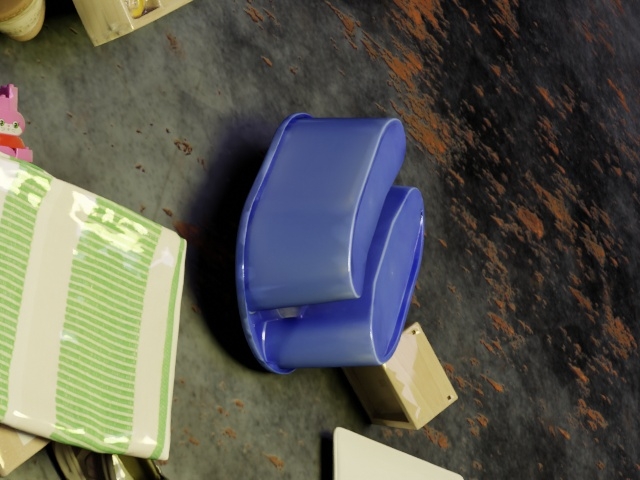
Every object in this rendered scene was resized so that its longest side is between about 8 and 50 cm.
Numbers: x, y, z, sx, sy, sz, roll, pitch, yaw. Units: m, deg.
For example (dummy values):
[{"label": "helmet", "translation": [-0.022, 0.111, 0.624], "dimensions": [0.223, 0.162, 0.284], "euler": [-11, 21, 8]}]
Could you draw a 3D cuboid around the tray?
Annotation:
[{"label": "tray", "translation": [0.095, 0.334, 1.498], "dimensions": [0.270, 0.030, 0.145], "euler": [29, 52, -42]}]

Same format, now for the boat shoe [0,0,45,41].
[{"label": "boat shoe", "translation": [-0.358, -0.362, 1.209], "dimensions": [0.110, 0.121, 0.341], "euler": [71, 3, -82]}]

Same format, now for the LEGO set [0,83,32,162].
[{"label": "LEGO set", "translation": [-0.371, -0.123, 1.066], "dimensions": [0.227, 0.087, 0.093], "euler": [5, 83, -53]}]

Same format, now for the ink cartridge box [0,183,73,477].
[{"label": "ink cartridge box", "translation": [-0.276, 0.081, 1.091], "dimensions": [0.234, 0.088, 0.193], "euler": [-39, 106, -53]}]

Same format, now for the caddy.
[{"label": "caddy", "translation": [0.000, 0.000, 1.426], "dimensions": [0.341, 0.179, 0.241], "euler": [-70, 151, -43]}]

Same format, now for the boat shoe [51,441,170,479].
[{"label": "boat shoe", "translation": [-0.172, 0.254, 1.150], "dimensions": [0.223, 0.073, 0.080], "euler": [60, 36, -11]}]

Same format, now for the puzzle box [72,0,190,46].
[{"label": "puzzle box", "translation": [-0.209, -0.388, 1.342], "dimensions": [0.272, 0.052, 0.409], "euler": [66, 20, -15]}]

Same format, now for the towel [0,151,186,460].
[{"label": "towel", "translation": [-0.247, 0.042, 1.041], "dimensions": [0.325, 0.038, 0.248], "euler": [30, 51, -42]}]

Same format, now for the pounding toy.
[{"label": "pounding toy", "translation": [0.090, 0.151, 1.511], "dimensions": [0.100, 0.141, 0.130], "euler": [-33, 101, -25]}]
